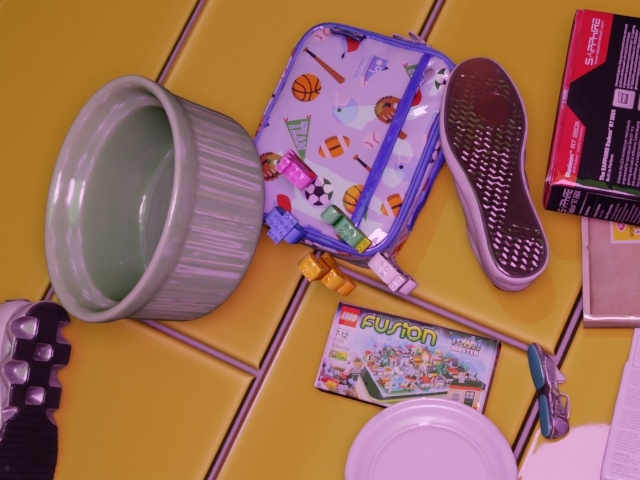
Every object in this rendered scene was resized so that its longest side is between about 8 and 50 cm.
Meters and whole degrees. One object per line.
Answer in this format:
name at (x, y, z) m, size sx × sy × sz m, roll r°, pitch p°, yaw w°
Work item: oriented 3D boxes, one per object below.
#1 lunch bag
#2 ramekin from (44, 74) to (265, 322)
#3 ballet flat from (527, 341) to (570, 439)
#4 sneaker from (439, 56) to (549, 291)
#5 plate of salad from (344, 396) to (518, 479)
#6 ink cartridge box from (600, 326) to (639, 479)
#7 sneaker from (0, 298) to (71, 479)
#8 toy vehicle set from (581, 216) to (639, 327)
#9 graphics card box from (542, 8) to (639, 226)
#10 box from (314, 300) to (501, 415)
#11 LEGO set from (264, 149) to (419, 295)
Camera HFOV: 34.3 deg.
lunch bag at (0.049, -0.128, 1.329) m, size 0.243 × 0.115 × 0.304 m, roll 21°, pitch 81°, yaw 18°
ramekin at (-0.205, -0.041, 1.289) m, size 0.303 × 0.148 × 0.304 m, roll -15°, pitch 69°, yaw 45°
ballet flat at (0.271, 0.176, 1.219) m, size 0.041 × 0.041 × 0.114 m, roll -11°, pitch 71°, yaw 12°
sneaker at (0.201, -0.074, 1.259) m, size 0.105 × 0.123 × 0.290 m, roll -7°, pitch 73°, yaw 0°
plate of salad at (0.128, 0.276, 1.204) m, size 0.199 × 0.048 × 0.200 m, roll 1°, pitch 97°, yaw 6°
ink cartridge box at (0.427, 0.197, 1.171) m, size 0.180 × 0.056 × 0.225 m, roll 12°, pitch 58°, yaw 18°
sneaker at (-0.425, 0.240, 1.354) m, size 0.146 × 0.122 × 0.331 m, roll 2°, pitch 74°, yaw 34°
toy vehicle set at (0.396, -0.028, 1.236) m, size 0.165 × 0.035 × 0.267 m, roll -1°, pitch 71°, yaw 14°
graphics card box at (0.455, -0.120, 1.181) m, size 0.370 × 0.094 × 0.233 m, roll 10°, pitch 72°, yaw 11°
box at (0.106, 0.154, 1.266) m, size 0.206 × 0.036 × 0.114 m, roll 12°, pitch 77°, yaw 18°
LEGO set at (0.000, 0.000, 1.210) m, size 0.227 × 0.093 × 0.087 m, roll 46°, pitch 102°, yaw 12°
